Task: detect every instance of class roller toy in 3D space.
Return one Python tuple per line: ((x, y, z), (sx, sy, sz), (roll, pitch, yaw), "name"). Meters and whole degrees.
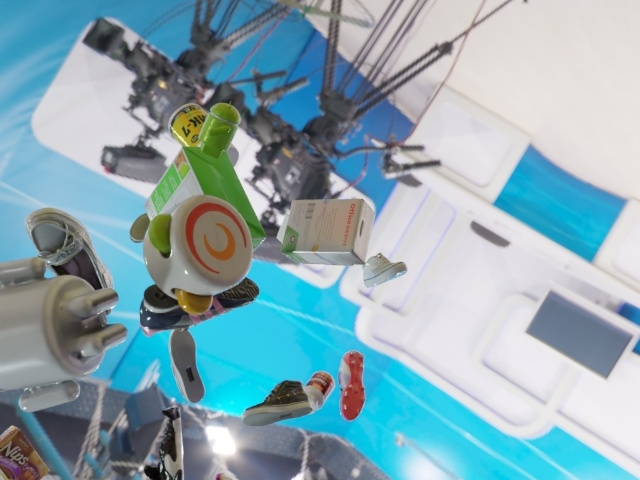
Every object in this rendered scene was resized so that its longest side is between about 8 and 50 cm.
((-0.242, 0.021, 1.377), (0.146, 0.191, 0.209), (-24, 105, 42), "roller toy")

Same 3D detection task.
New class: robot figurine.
((-0.558, 0.183, 1.354), (0.353, 0.300, 0.200), (-11, -179, 14), "robot figurine")
((-0.204, -0.227, 1.418), (0.067, 0.115, 0.101), (22, -164, -18), "robot figurine")

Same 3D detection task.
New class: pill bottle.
((-0.016, 0.488, 2.234), (0.086, 0.086, 0.152), (32, -153, 8), "pill bottle")
((-0.326, -0.282, 1.967), (0.208, 0.119, 0.119), (46, -174, 27), "pill bottle")

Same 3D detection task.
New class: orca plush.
((-0.406, 0.580, 1.805), (0.102, 0.287, 0.151), (-3, -177, -11), "orca plush")

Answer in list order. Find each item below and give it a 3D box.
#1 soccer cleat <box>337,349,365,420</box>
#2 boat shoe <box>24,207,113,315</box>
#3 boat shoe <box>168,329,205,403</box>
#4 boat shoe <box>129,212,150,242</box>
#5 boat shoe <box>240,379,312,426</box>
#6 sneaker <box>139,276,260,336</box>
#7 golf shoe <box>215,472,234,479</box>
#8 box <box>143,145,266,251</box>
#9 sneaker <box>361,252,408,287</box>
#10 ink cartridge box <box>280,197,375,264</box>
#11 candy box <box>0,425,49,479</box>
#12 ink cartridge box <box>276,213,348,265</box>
((0.092, 0.465, 2.219), (0.083, 0.248, 0.095), (22, 138, -19), "soccer cleat")
((-0.586, 0.053, 1.666), (0.103, 0.118, 0.320), (56, 169, 46), "boat shoe")
((-0.452, 0.406, 2.286), (0.095, 0.258, 0.084), (-13, -174, -37), "boat shoe")
((-0.508, -0.057, 2.163), (0.081, 0.228, 0.069), (40, 139, 1), "boat shoe")
((-0.113, 0.386, 1.670), (0.183, 0.065, 0.083), (-1, -132, -30), "boat shoe")
((-0.304, 0.161, 1.746), (0.319, 0.131, 0.112), (-4, -139, -37), "sneaker")
((-0.335, 0.743, 1.857), (0.140, 0.306, 0.115), (58, 146, 2), "golf shoe")
((-0.273, -0.047, 1.629), (0.127, 0.231, 0.262), (-5, -120, -45), "box")
((0.180, 0.085, 2.119), (0.091, 0.094, 0.258), (69, 158, 4), "sneaker")
((0.021, -0.023, 1.826), (0.212, 0.154, 0.093), (-1, 156, 31), "ink cartridge box")
((-0.923, 0.670, 2.127), (0.053, 0.109, 0.187), (4, 125, 40), "candy box")
((0.000, 0.000, 2.150), (0.218, 0.092, 0.158), (3, -150, -41), "ink cartridge box")
